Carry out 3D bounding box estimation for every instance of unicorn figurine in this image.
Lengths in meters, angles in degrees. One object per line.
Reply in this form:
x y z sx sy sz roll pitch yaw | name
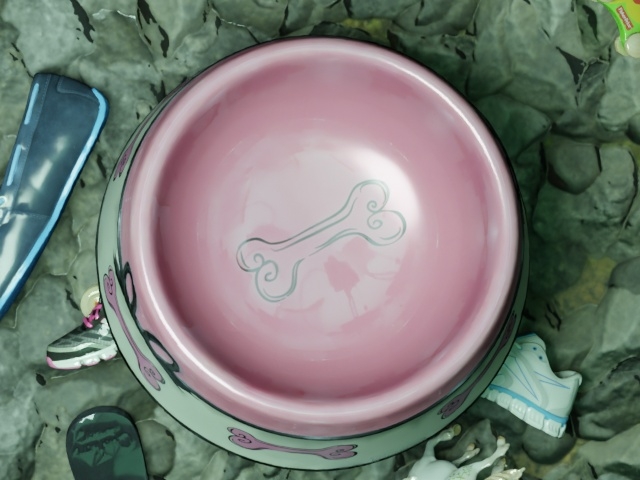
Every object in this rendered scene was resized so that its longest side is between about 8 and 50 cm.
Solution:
0.122 0.235 1.842 0.111 0.162 0.060 -41 101 -25 | unicorn figurine

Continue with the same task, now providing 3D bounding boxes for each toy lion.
0.311 -0.239 1.795 0.096 0.034 0.100 -33 105 -7 | toy lion

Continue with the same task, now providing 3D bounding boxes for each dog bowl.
0.000 0.000 1.675 0.408 0.150 0.408 1 81 -4 | dog bowl

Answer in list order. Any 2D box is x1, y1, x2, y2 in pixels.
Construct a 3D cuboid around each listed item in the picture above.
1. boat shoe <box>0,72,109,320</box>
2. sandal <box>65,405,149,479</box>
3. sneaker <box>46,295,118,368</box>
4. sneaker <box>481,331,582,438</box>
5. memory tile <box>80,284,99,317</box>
-0.286 -0.033 1.736 0.089 0.109 0.258 26 81 -5 | boat shoe
-0.185 0.287 1.831 0.097 0.054 0.254 -25 104 -2 | sandal
-0.191 0.059 1.764 0.170 0.063 0.075 -29 105 -5 | sneaker
0.176 0.119 1.842 0.190 0.071 0.083 28 91 -21 | sneaker
-0.149 0.070 1.810 0.148 0.012 0.113 42 94 -14 | memory tile
